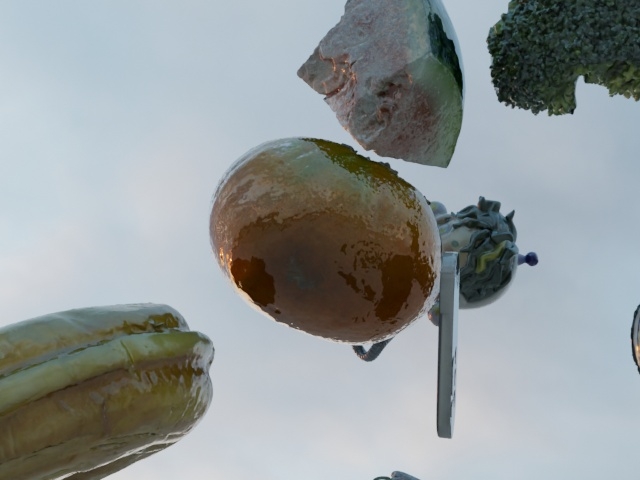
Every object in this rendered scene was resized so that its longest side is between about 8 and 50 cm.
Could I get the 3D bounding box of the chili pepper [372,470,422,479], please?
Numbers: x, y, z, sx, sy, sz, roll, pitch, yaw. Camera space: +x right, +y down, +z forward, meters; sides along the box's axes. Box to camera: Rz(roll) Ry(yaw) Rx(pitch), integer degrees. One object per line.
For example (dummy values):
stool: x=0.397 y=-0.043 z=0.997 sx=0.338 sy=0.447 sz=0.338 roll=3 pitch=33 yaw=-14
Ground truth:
chili pepper: x=0.150 y=0.380 z=1.648 sx=0.153 sy=0.041 sz=0.050 roll=26 pitch=-38 yaw=-8

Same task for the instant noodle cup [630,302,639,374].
instant noodle cup: x=0.618 y=0.140 z=1.579 sx=0.284 sy=0.284 sz=0.312 roll=19 pitch=-14 yaw=-23

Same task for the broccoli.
broccoli: x=0.429 y=-0.297 z=1.619 sx=0.375 sy=0.249 sz=0.302 roll=-37 pitch=-45 yaw=12

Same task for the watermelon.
watermelon: x=0.111 y=-0.241 z=1.613 sx=0.231 sy=0.193 sz=0.310 roll=-24 pitch=-40 yaw=-17

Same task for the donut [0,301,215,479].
donut: x=-0.346 y=0.225 z=1.453 sx=0.449 sy=0.198 sz=0.449 roll=-22 pitch=-12 yaw=-5

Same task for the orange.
orange: x=-0.003 y=0.003 z=1.489 sx=0.274 sy=0.310 sz=0.274 roll=-33 pitch=-33 yaw=-25

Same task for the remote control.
remote control: x=0.161 y=0.133 z=1.393 sx=0.022 sy=0.077 sz=0.245 roll=3 pitch=-75 yaw=10

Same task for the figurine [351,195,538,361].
figurine: x=0.194 y=0.050 z=2.020 sx=0.382 sy=0.261 sz=0.186 roll=-18 pitch=-25 yaw=23
